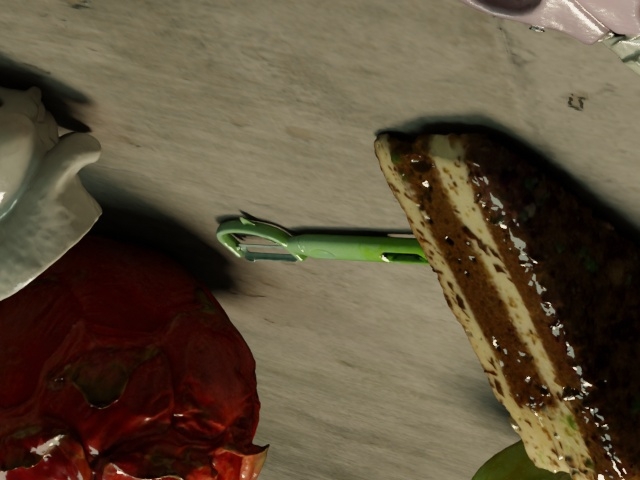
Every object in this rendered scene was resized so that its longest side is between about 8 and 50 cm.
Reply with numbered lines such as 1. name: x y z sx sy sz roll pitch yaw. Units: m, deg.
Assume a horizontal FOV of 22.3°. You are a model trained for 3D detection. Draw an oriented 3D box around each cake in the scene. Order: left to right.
1. cake: 0.122 0.049 0.952 0.246 0.135 0.112 33 159 -34

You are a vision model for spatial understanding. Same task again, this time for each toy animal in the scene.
1. toy animal: -0.239 -0.081 1.076 0.221 0.131 0.104 50 -169 -9

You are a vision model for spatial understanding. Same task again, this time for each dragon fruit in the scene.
1. dragon fruit: -0.183 0.134 1.318 0.277 0.277 0.342 36 -165 -40

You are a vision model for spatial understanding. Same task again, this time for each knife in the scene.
1. knife: 0.000 -0.001 1.139 0.212 0.015 0.054 4 148 44

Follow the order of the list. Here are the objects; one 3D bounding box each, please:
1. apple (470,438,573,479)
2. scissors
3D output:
1. apple: 0.209 0.272 1.345 0.246 0.246 0.226 36 171 -40
2. scissors: 0.140 -0.087 0.714 0.212 0.021 0.110 33 155 -34
